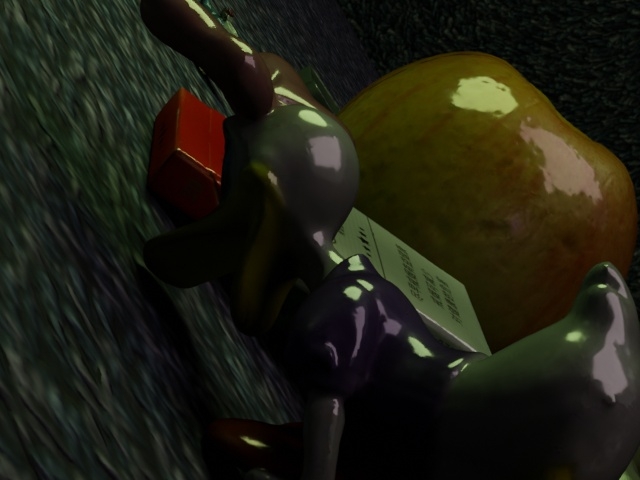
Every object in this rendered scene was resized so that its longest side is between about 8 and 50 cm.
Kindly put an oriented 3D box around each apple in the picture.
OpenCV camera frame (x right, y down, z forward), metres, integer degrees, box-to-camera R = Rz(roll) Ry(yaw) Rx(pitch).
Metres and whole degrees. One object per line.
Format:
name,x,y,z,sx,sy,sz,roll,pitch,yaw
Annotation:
apple,0.115,-0.020,1.233,0.286,0.233,0.286,42,5,-5

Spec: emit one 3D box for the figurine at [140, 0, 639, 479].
figurine,0.039,0.053,0.736,0.421,0.193,0.154,44,8,27

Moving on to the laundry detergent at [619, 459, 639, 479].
laundry detergent,0.116,0.182,0.844,0.253,0.181,0.091,-109,-169,-51

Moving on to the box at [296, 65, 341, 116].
box,-0.010,-0.099,1.426,0.122,0.069,0.084,56,11,-22

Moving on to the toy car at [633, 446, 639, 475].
toy car,0.279,0.204,1.273,0.204,0.198,0.248,-97,-165,-53

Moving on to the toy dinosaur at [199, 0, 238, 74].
toy dinosaur,-0.086,-0.165,1.292,0.083,0.047,0.030,62,10,9

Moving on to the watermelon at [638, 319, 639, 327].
watermelon,0.277,0.192,1.495,0.242,0.242,0.242,57,8,-13

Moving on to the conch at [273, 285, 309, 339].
conch,0.024,0.078,1.016,0.170,0.079,0.106,39,9,-21

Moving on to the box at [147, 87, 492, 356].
box,0.000,0.000,0.981,0.245,0.035,0.139,33,16,-16
